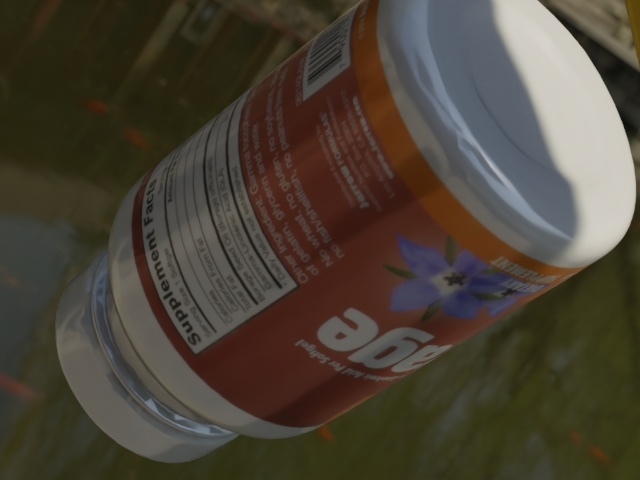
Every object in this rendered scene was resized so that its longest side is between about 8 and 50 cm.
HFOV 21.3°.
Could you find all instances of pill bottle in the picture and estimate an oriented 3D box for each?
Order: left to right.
[{"bbox_3d":[0.000,0.000,0.635,0.121,0.216,0.121,29,43,-31],"label":"pill bottle"}]

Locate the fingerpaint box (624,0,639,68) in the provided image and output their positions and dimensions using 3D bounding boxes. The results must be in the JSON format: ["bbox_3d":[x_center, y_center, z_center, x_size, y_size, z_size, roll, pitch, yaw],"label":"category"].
[{"bbox_3d":[0.311,-0.133,0.662,0.163,0.371,0.444,19,56,-45],"label":"fingerpaint box"}]
